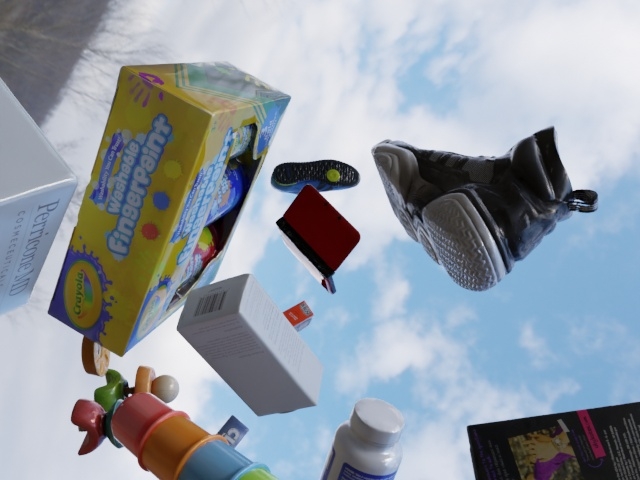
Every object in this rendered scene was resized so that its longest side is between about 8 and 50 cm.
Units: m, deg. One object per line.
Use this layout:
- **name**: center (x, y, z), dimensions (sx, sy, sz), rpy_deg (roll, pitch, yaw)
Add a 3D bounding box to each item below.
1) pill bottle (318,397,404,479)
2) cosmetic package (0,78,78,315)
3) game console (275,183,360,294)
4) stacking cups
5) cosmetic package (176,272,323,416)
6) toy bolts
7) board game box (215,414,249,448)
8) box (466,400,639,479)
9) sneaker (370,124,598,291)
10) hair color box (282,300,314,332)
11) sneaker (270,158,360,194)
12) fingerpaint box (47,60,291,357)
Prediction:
- **pill bottle**: center (0.087, 0.482, 1.308), dimensions (0.152, 0.152, 0.272), rpy_deg (46, -56, 54)
- **cosmetic package**: center (-0.575, -0.040, 0.706), dimensions (0.327, 0.393, 0.329), rpy_deg (50, -48, 7)
- **game console**: center (0.000, 0.000, 1.037), dimensions (0.085, 0.124, 0.144), rpy_deg (-38, -117, -11)
- **stacking cups**: center (-0.106, 0.255, 0.625), dimensions (0.316, 0.096, 0.096), rpy_deg (20, -98, 32)
- **cosmetic package**: center (-0.100, 0.166, 0.933), dimensions (0.117, 0.231, 0.086), rpy_deg (-16, -143, 24)
- **toy bolts**: center (-0.369, 0.286, 1.177), dimensions (0.228, 0.158, 0.218), rpy_deg (-98, -174, -63)
- **board game box**: center (-0.231, 0.427, 1.052), dimensions (0.243, 0.042, 0.165), rpy_deg (-47, 175, -38)
- **box**: center (0.384, 0.363, 0.973), dimensions (0.270, 0.165, 0.144), rpy_deg (-11, -122, 12)
- **sneaker**: center (0.156, -0.057, 0.619), dimensions (0.153, 0.101, 0.269), rpy_deg (-26, -149, -2)
- **hair color box**: center (-0.087, 0.193, 1.345), dimensions (0.043, 0.141, 0.072), rpy_deg (54, -26, 18)
- **sneaker**: center (-0.013, -0.142, 1.427), dimensions (0.082, 0.209, 0.069), rpy_deg (107, -19, -69)
- **fingerpaint box**: center (-0.251, -0.075, 1.086), dimensions (0.445, 0.163, 0.371), rpy_deg (-64, 174, 21)
